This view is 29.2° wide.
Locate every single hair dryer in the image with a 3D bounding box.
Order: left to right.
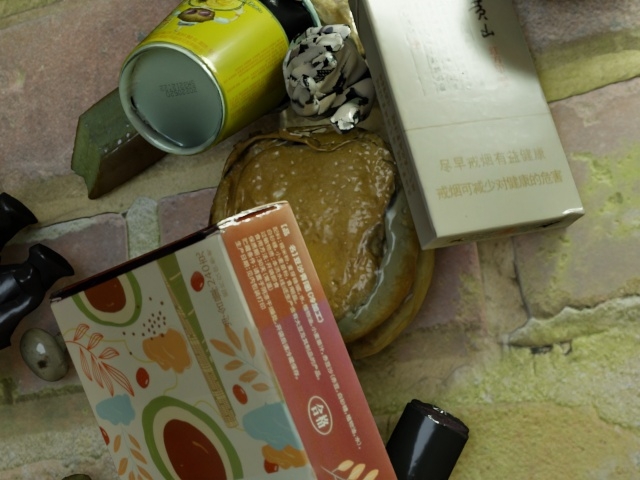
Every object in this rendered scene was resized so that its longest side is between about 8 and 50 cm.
[{"bbox_3d":[0.041,0.261,1.513,0.251,0.089,0.197,29,94,33],"label":"hair dryer"}]

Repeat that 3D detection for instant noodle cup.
[{"bbox_3d":[-0.134,-0.219,1.552,0.216,0.236,0.215,13,124,20],"label":"instant noodle cup"}]

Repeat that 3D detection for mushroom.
[{"bbox_3d":[-0.378,0.153,1.736,0.079,0.085,0.085,-37,63,-22],"label":"mushroom"}]

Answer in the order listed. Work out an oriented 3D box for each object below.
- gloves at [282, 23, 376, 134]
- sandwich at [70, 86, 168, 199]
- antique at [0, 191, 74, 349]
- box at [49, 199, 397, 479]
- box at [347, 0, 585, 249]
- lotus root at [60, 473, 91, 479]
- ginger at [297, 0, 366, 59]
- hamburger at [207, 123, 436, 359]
[{"bbox_3d":[0.004,-0.194,1.486,0.111,0.212,0.127,-1,100,25],"label":"gloves"},{"bbox_3d":[-0.260,-0.157,1.721,0.258,0.096,0.094,-34,63,14],"label":"sandwich"},{"bbox_3d":[-0.515,0.055,1.748,0.255,0.185,0.322,-49,50,2],"label":"antique"},{"bbox_3d":[-0.119,0.187,1.449,0.344,0.122,0.385,-21,91,44],"label":"box"},{"bbox_3d":[0.167,-0.177,1.473,0.205,0.051,0.365,-9,73,-21],"label":"box"},{"bbox_3d":[-0.327,0.446,1.646,0.110,0.097,0.258,-20,70,24],"label":"lotus root"},{"bbox_3d":[-0.073,-0.327,1.671,0.334,0.081,0.148,25,77,26],"label":"ginger"},{"bbox_3d":[0.000,0.000,1.529,0.319,0.158,0.318,-5,79,26],"label":"hamburger"}]
